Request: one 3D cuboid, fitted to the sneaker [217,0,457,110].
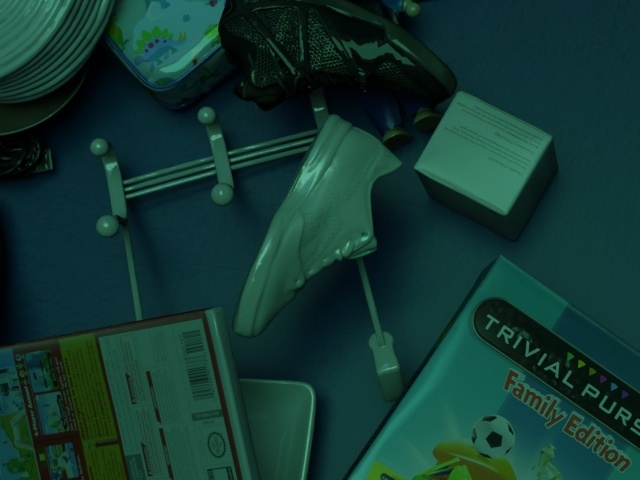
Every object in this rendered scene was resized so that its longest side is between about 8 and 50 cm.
[{"bbox_3d":[0.005,-0.156,1.453,0.227,0.087,0.130,27,81,5],"label":"sneaker"}]

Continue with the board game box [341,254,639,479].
[{"bbox_3d":[0.160,0.222,1.362,0.254,0.079,0.336,35,78,2],"label":"board game box"}]

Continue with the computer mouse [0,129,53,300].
[{"bbox_3d":[-0.358,0.024,1.554,0.188,0.072,0.272,-6,60,11],"label":"computer mouse"}]

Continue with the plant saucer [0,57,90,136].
[{"bbox_3d":[-0.307,-0.167,1.592,0.168,0.029,0.168,-5,59,8],"label":"plant saucer"}]

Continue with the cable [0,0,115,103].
[{"bbox_3d":[-0.315,-0.264,1.532,0.257,0.089,0.257,41,98,21],"label":"cable"}]

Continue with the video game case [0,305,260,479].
[{"bbox_3d":[-0.195,0.180,1.402,0.285,0.025,0.204,-11,93,21],"label":"video game case"}]

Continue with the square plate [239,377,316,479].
[{"bbox_3d":[-0.184,0.292,1.474,0.344,0.049,0.347,4,78,11],"label":"square plate"}]

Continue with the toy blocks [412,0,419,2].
[{"bbox_3d":[0.042,-0.446,1.494,0.191,0.261,0.381,-9,76,8],"label":"toy blocks"}]

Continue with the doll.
[{"bbox_3d":[0.049,-0.184,1.542,0.129,0.046,0.189,-29,72,23],"label":"doll"}]

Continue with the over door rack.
[{"bbox_3d":[-0.073,0.014,1.460,0.239,0.108,0.324,-15,66,2],"label":"over door rack"}]

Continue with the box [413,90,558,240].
[{"bbox_3d":[0.155,-0.068,1.469,0.102,0.101,0.087,28,84,17],"label":"box"}]

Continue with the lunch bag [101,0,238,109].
[{"bbox_3d":[-0.120,-0.254,1.567,0.219,0.090,0.176,-41,75,-1],"label":"lunch bag"}]

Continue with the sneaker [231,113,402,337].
[{"bbox_3d":[0.000,0.000,1.380,0.094,0.080,0.212,29,82,-5],"label":"sneaker"}]
